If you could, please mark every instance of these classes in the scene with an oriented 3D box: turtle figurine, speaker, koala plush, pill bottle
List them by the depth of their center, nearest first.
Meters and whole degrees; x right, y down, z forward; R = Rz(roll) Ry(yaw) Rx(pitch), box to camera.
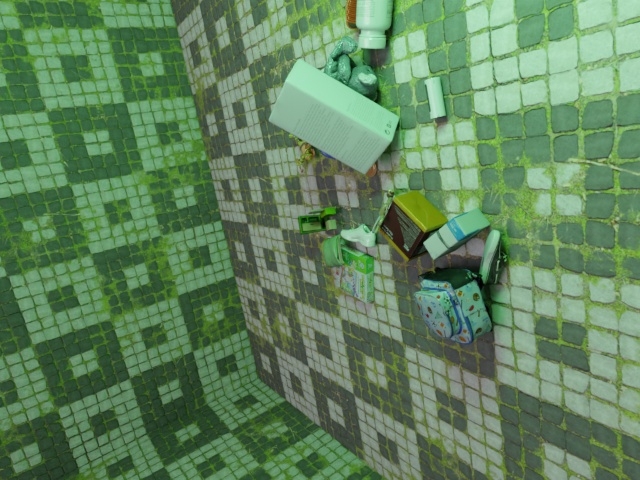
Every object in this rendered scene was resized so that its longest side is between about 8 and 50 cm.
[{"bbox_3d":[0.401,-0.495,1.506,0.055,0.055,0.136,3,109,56],"label":"speaker"},{"bbox_3d":[0.196,-0.829,1.573,0.131,0.131,0.229,34,133,44],"label":"pill bottle"},{"bbox_3d":[0.132,-0.646,1.719,0.221,0.203,0.196,34,174,9],"label":"koala plush"},{"bbox_3d":[-0.079,-0.494,2.211,0.269,0.087,0.217,116,135,-59],"label":"turtle figurine"}]

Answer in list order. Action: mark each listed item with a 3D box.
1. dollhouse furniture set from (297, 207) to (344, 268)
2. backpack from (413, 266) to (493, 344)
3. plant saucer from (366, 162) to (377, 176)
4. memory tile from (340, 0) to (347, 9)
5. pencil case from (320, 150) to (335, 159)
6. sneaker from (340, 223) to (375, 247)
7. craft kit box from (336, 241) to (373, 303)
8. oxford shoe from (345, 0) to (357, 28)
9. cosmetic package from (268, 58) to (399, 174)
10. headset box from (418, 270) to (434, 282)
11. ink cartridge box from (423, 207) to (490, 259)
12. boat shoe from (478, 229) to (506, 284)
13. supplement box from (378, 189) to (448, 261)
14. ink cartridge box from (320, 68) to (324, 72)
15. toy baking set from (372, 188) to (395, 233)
[{"bbox_3d":[0.000,0.000,2.200,0.197,0.152,0.301,153,109,-70],"label":"dollhouse furniture set"},{"bbox_3d":[0.488,0.246,1.570,0.263,0.213,0.276,59,171,-6],"label":"backpack"},{"bbox_3d":[0.219,-0.323,1.912,0.083,0.013,0.083,33,133,45],"label":"plant saucer"},{"bbox_3d":[0.138,-0.951,1.712,0.148,0.012,0.113,59,146,20],"label":"memory tile"},{"bbox_3d":[0.095,-0.488,1.915,0.133,0.119,0.306,53,144,17],"label":"pencil case"},{"bbox_3d":[0.186,-0.037,2.069,0.212,0.080,0.094,20,111,44],"label":"sneaker"},{"bbox_3d":[0.171,0.163,2.201,0.247,0.061,0.249,23,125,47],"label":"craft kit box"},{"bbox_3d":[0.146,-0.947,1.632,0.098,0.097,0.271,-120,40,-57],"label":"oxford shoe"},{"bbox_3d":[0.052,-0.481,1.711,0.454,0.161,0.230,28,145,-9],"label":"cosmetic package"},{"bbox_3d":[0.445,0.175,1.779,0.032,0.062,0.083,-18,90,59],"label":"headset box"},{"bbox_3d":[0.484,-0.022,1.543,0.082,0.140,0.190,61,147,15],"label":"ink cartridge box"},{"bbox_3d":[0.598,0.060,1.483,0.070,0.077,0.219,7,127,11],"label":"boat shoe"},{"bbox_3d":[0.364,-0.058,1.717,0.191,0.129,0.194,51,143,29],"label":"supplement box"},{"bbox_3d":[0.008,-0.751,1.998,0.115,0.029,0.062,-1,106,58],"label":"ink cartridge box"},{"bbox_3d":[0.259,-0.121,1.801,0.030,0.256,0.196,25,93,5],"label":"toy baking set"}]
